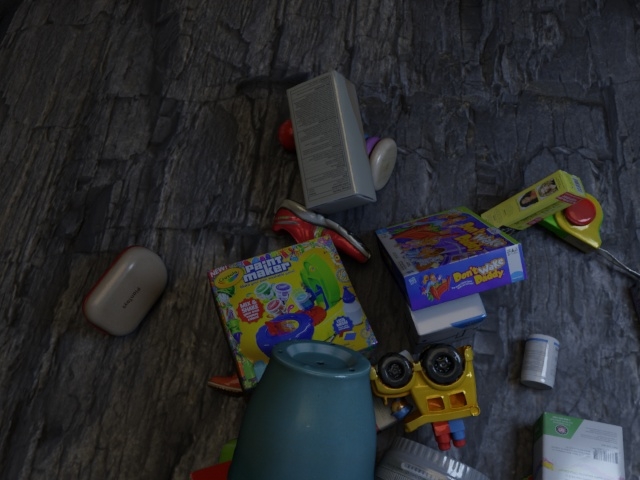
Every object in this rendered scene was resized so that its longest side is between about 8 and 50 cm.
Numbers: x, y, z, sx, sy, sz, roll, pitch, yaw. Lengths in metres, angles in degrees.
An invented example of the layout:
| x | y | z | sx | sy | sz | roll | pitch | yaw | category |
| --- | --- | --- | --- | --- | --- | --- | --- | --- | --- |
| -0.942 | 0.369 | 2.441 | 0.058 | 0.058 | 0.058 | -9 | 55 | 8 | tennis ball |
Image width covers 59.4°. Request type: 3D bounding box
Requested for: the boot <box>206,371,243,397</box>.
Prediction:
| x | y | z | sx | sy | sz | roll | pitch | yaw | category |
| --- | --- | --- | --- | --- | --- | --- | --- | --- | --- |
| -0.182 | 0.321 | 1.304 | 0.158 | 0.059 | 0.084 | 6 | 63 | 1 | boot |

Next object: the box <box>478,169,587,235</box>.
| x | y | z | sx | sy | sz | roll | pitch | yaw | category |
| --- | --- | --- | --- | --- | --- | --- | --- | --- | --- |
| 0.484 | -0.076 | 1.301 | 0.232 | 0.087 | 0.058 | -35 | 55 | 42 | box |

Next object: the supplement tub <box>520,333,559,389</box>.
| x | y | z | sx | sy | sz | roll | pitch | yaw | category |
| --- | --- | --- | --- | --- | --- | --- | --- | --- | --- |
| 0.481 | 0.265 | 1.229 | 0.071 | 0.071 | 0.107 | 14 | 68 | 13 | supplement tub |

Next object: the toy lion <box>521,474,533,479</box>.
| x | y | z | sx | sy | sz | roll | pitch | yaw | category |
| --- | --- | --- | --- | --- | --- | --- | --- | --- | --- |
| 0.449 | 0.532 | 1.136 | 0.100 | 0.034 | 0.096 | 24 | 63 | 17 | toy lion |

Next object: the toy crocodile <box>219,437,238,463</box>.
| x | y | z | sx | sy | sz | roll | pitch | yaw | category |
| --- | --- | --- | --- | --- | --- | --- | --- | --- | --- |
| -0.168 | 0.584 | 1.158 | 0.115 | 0.105 | 0.340 | -30 | 56 | 37 | toy crocodile |

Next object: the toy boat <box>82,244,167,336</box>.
| x | y | z | sx | sy | sz | roll | pitch | yaw | category |
| --- | --- | --- | --- | --- | --- | --- | --- | --- | --- |
| -0.498 | 0.116 | 1.409 | 0.151 | 0.151 | 0.231 | 16 | 65 | 46 | toy boat |

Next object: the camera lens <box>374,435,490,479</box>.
| x | y | z | sx | sy | sz | roll | pitch | yaw | category |
| --- | --- | --- | --- | --- | --- | --- | --- | --- | --- |
| 0.181 | 0.543 | 1.059 | 0.219 | 0.219 | 0.274 | 20 | 70 | 16 | camera lens |

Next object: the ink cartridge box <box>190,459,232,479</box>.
| x | y | z | sx | sy | sz | roll | pitch | yaw | category |
| --- | --- | --- | --- | --- | --- | --- | --- | --- | --- |
| -0.104 | 0.546 | 1.096 | 0.060 | 0.239 | 0.275 | -40 | 62 | 36 | ink cartridge box |

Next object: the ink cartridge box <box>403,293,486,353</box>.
| x | y | z | sx | sy | sz | roll | pitch | yaw | category |
| --- | --- | --- | --- | --- | --- | --- | --- | --- | --- |
| 0.265 | 0.173 | 1.228 | 0.148 | 0.203 | 0.085 | -17 | 67 | 0 | ink cartridge box |

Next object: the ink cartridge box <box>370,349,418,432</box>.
| x | y | z | sx | sy | sz | roll | pitch | yaw | category |
| --- | --- | --- | --- | --- | --- | --- | --- | --- | --- |
| 0.144 | 0.341 | 1.237 | 0.175 | 0.072 | 0.127 | -26 | 65 | -6 | ink cartridge box |

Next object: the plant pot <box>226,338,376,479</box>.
| x | y | z | sx | sy | sz | roll | pitch | yaw | category |
| --- | --- | --- | --- | --- | --- | --- | --- | --- | --- |
| -0.018 | 0.326 | 1.022 | 0.272 | 0.272 | 0.255 | 10 | 96 | 12 | plant pot |

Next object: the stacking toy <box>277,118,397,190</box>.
| x | y | z | sx | sy | sz | roll | pitch | yaw | category |
| --- | --- | --- | --- | --- | --- | --- | --- | --- | --- |
| 0.029 | -0.245 | 1.497 | 0.330 | 0.141 | 0.141 | 21 | 70 | 21 | stacking toy |

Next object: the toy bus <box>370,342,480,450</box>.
| x | y | z | sx | sy | sz | roll | pitch | yaw | category |
| --- | --- | --- | --- | --- | --- | --- | --- | --- | --- |
| 0.211 | 0.320 | 1.133 | 0.220 | 0.149 | 0.211 | -11 | 80 | 4 | toy bus |

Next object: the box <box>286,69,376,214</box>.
| x | y | z | sx | sy | sz | roll | pitch | yaw | category |
| --- | --- | --- | --- | --- | --- | --- | --- | --- | --- |
| 0.026 | -0.232 | 1.367 | 0.148 | 0.121 | 0.311 | -13 | 79 | 27 | box |

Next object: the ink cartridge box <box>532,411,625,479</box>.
| x | y | z | sx | sy | sz | roll | pitch | yaw | category |
| --- | --- | --- | --- | --- | --- | --- | --- | --- | --- |
| 0.505 | 0.467 | 1.103 | 0.154 | 0.093 | 0.212 | 9 | 56 | 9 | ink cartridge box |

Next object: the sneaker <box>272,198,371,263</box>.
| x | y | z | sx | sy | sz | roll | pitch | yaw | category |
| --- | --- | --- | --- | --- | --- | --- | --- | --- | --- |
| 0.000 | 0.000 | 1.417 | 0.279 | 0.107 | 0.118 | 28 | 91 | 22 | sneaker |

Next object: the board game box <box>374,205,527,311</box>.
| x | y | z | sx | sy | sz | roll | pitch | yaw | category |
| --- | --- | --- | --- | --- | --- | --- | --- | --- | --- |
| 0.266 | 0.026 | 1.236 | 0.233 | 0.347 | 0.078 | -16 | 106 | 0 | board game box |

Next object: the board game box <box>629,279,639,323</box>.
| x | y | z | sx | sy | sz | roll | pitch | yaw | category |
| --- | --- | --- | --- | --- | --- | --- | --- | --- | --- |
| 0.791 | 0.197 | 1.225 | 0.194 | 0.060 | 0.194 | 8 | 68 | 11 | board game box |

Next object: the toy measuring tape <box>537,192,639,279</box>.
| x | y | z | sx | sy | sz | roll | pitch | yaw | category |
| --- | --- | --- | --- | --- | --- | --- | --- | --- | --- |
| 0.657 | -0.026 | 1.320 | 0.330 | 0.121 | 0.121 | 33 | 74 | 13 | toy measuring tape |

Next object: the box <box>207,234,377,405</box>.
| x | y | z | sx | sy | sz | roll | pitch | yaw | category |
| --- | --- | --- | --- | --- | --- | --- | --- | --- | --- |
| -0.070 | 0.180 | 1.257 | 0.290 | 0.177 | 0.279 | -17 | 64 | -14 | box |
